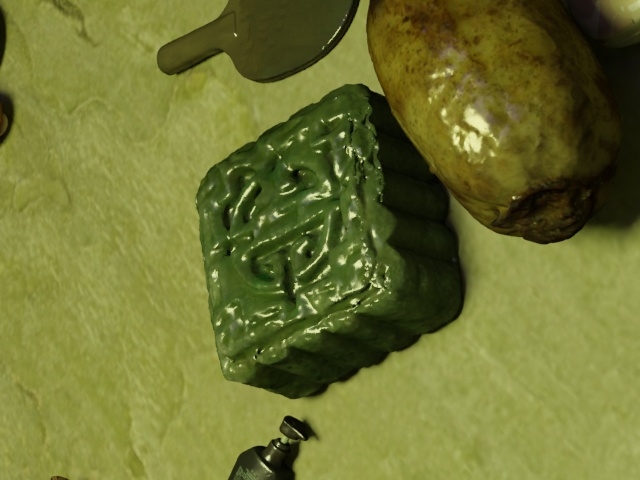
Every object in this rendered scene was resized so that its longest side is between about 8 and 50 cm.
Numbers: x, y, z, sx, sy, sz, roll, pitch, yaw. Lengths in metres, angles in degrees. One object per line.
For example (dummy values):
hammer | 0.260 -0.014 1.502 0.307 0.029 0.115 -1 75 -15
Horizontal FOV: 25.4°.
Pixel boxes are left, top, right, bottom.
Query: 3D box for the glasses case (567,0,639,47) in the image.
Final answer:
glasses case | 0.233 -0.180 0.841 0.204 0.051 0.081 -25 59 41

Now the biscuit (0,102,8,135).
biscuit | -0.396 -0.102 1.502 0.205 0.049 0.324 -6 74 45

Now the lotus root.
lotus root | 0.100 -0.111 0.900 0.128 0.145 0.260 -21 54 -1

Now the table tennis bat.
table tennis bat | -0.053 -0.187 1.181 0.234 0.022 0.131 -17 66 41

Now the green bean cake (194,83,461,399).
green bean cake | 0.000 0.000 1.014 0.185 0.094 0.183 -28 57 33

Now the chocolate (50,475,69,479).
chocolate | -0.198 0.242 1.189 0.100 0.031 0.065 33 120 51

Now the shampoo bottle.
shampoo bottle | -0.052 0.188 1.051 0.048 0.027 0.137 42 109 32
